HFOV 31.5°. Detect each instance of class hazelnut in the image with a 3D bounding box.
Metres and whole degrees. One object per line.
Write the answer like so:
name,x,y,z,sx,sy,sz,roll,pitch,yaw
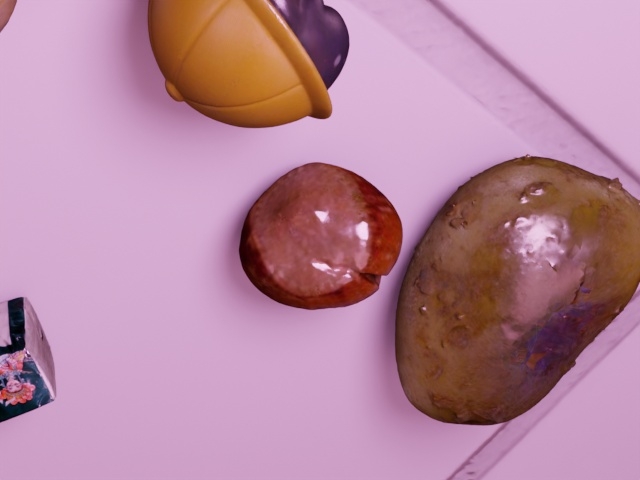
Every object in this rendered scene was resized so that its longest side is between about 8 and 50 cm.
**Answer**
hazelnut,0.000,0.000,1.066,0.154,0.143,0.143,-23,126,5

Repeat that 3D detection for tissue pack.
tissue pack,-0.335,0.127,1.042,0.170,0.103,0.090,-21,119,-6

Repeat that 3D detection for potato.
potato,0.188,0.055,1.132,0.210,0.173,0.307,19,111,-30

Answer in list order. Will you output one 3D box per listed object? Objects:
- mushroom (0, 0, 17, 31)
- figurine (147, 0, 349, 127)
mushroom,-0.323,-0.264,0.782,0.159,0.122,0.328,-28,127,11
figurine,-0.038,-0.215,0.890,0.167,0.192,0.257,20,91,-1
